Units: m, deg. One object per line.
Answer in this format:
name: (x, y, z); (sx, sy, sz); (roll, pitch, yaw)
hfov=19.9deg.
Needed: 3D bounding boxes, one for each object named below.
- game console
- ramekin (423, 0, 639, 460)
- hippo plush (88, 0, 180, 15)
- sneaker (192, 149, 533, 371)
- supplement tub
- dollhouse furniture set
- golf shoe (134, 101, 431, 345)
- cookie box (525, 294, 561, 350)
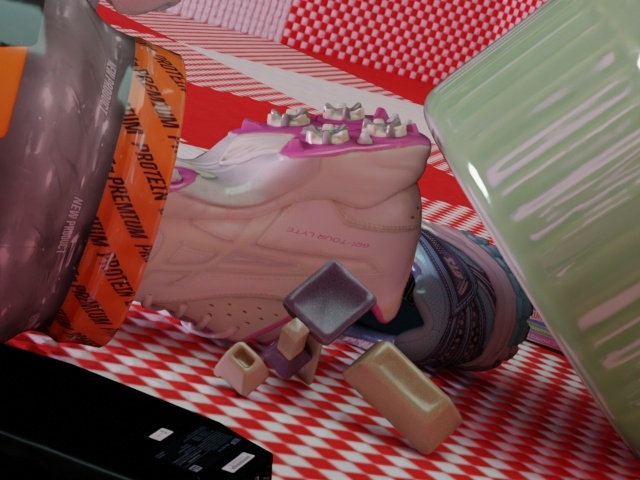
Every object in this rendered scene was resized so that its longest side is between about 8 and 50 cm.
game console: (-0.157, 0.085, 0.633); (0.213, 0.044, 0.361); (18, 9, 13)
ramekin: (0.191, -0.011, 1.110); (0.303, 0.148, 0.303); (57, 7, -11)
hippo plush: (-0.244, -0.165, 1.321); (0.234, 0.236, 0.294); (13, 17, -27)
sneaker: (0.000, 0.000, 1.210); (0.283, 0.110, 0.122); (24, 14, 32)
supplement tub: (-0.234, -0.059, 0.852); (0.316, 0.193, 0.193); (15, 10, -16)
dollhouse furniture set: (0.010, 0.091, 1.003); (0.114, 0.091, 0.081); (43, -26, 14)
golf shoe: (-0.078, 0.006, 1.049); (0.306, 0.140, 0.115); (-8, 20, -14)
cookie box: (0.177, 0.053, 1.422); (0.092, 0.040, 0.107); (20, 9, 11)
